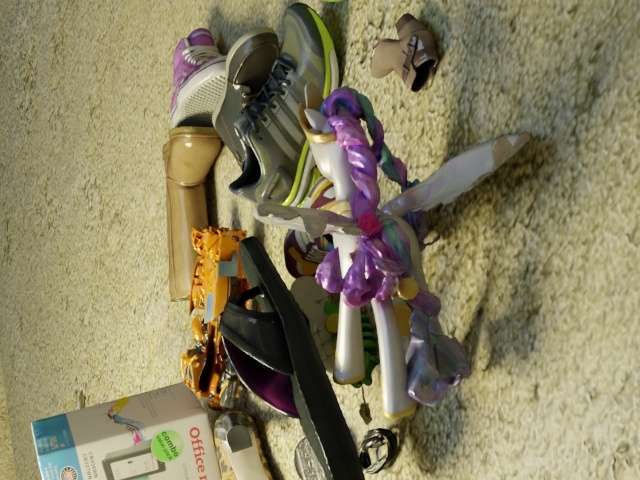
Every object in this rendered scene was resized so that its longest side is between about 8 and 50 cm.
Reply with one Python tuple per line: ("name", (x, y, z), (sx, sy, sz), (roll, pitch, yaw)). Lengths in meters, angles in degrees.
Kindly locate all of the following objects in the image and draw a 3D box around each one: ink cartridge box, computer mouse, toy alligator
("ink cartridge box", (-0.306, 0.371, 2.186), (0.197, 0.270, 0.198), (-151, 48, -73))
("computer mouse", (0.038, 0.282, 1.804), (0.242, 0.041, 0.071), (-24, 77, 56))
("toy alligator", (0.052, 0.146, 1.751), (0.051, 0.056, 0.190), (-31, 53, 15))

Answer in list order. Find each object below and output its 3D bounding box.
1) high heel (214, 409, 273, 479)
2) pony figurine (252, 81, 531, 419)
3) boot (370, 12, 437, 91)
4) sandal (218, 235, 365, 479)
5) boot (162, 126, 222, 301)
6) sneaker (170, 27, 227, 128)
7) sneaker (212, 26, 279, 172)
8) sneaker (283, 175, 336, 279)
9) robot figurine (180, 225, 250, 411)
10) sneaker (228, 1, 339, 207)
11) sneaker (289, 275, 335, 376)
("high heel", (-0.109, 0.392, 2.090), (0.186, 0.093, 0.261), (-171, 72, -83))
("pony figurine", (0.064, 0.002, 1.518), (0.351, 0.303, 0.363), (-158, 54, -72))
("boot", (0.101, -0.213, 1.648), (0.118, 0.042, 0.087), (-62, 39, 46))
("sandal", (-0.061, 0.154, 1.750), (0.446, 0.107, 0.167), (-116, 9, -46))
("boot", (-0.209, -0.042, 2.269), (0.236, 0.089, 0.269), (145, 122, -75))
("sneaker", (-0.189, -0.282, 2.196), (0.282, 0.102, 0.161), (152, 119, -65))
("sneaker", (-0.091, -0.207, 2.035), (0.118, 0.083, 0.222), (62, 149, 31))
("sneaker", (0.000, 0.000, 1.833), (0.084, 0.069, 0.185), (-109, 29, -44))
("robot figurine", (-0.167, 0.124, 2.151), (0.211, 0.085, 0.291), (-174, 89, -75))
("sneaker", (-0.054, -0.179, 1.884), (0.111, 0.121, 0.300), (-145, 58, -60))
("sneaker", (0.009, 0.122, 1.853), (0.065, 0.061, 0.158), (71, 177, -61))
